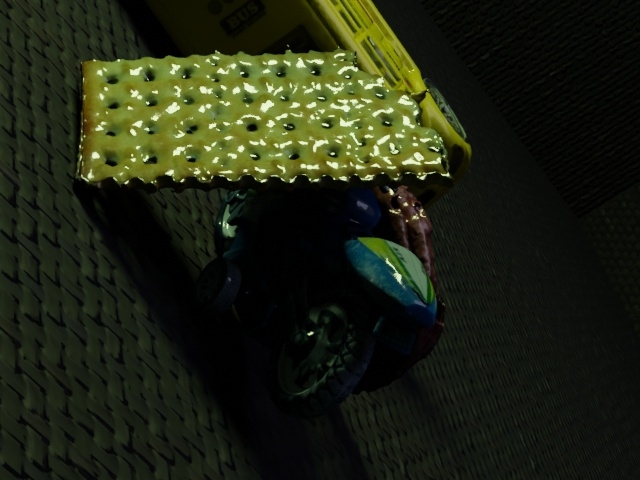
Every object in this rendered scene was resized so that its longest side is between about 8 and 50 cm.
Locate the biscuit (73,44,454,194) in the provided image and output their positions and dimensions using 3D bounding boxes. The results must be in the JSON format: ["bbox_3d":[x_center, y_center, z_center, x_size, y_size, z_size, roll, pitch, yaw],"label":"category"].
[{"bbox_3d":[-0.036,-0.069,0.931,0.144,0.203,0.016,-102,-169,-53],"label":"biscuit"}]

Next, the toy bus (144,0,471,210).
[{"bbox_3d":[-0.026,-0.145,1.232,0.330,0.144,0.152,55,12,-6],"label":"toy bus"}]

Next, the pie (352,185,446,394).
[{"bbox_3d":[0.025,0.022,1.047,0.038,0.153,0.153,-4,55,-37],"label":"pie"}]

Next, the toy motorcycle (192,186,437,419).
[{"bbox_3d":[0.000,0.000,0.948,0.092,0.135,0.254,31,17,-28],"label":"toy motorcycle"}]
